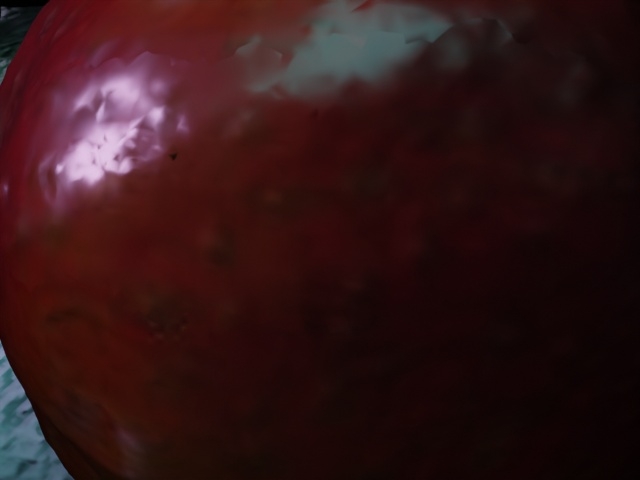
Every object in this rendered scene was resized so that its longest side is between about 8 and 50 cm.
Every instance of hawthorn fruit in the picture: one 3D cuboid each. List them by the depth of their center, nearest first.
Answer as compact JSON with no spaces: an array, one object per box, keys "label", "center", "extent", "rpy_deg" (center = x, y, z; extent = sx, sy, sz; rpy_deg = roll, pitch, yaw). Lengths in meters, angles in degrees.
[{"label":"hawthorn fruit","center":[0.000,0.000,0.453],"extent":[0.249,0.215,0.215],"rpy_deg":[-15,34,-9]}]

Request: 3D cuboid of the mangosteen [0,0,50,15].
[{"label":"mangosteen","center":[-0.157,-0.199,0.781],"extent":[0.216,0.216,0.216],"rpy_deg":[1,32,-1]}]
